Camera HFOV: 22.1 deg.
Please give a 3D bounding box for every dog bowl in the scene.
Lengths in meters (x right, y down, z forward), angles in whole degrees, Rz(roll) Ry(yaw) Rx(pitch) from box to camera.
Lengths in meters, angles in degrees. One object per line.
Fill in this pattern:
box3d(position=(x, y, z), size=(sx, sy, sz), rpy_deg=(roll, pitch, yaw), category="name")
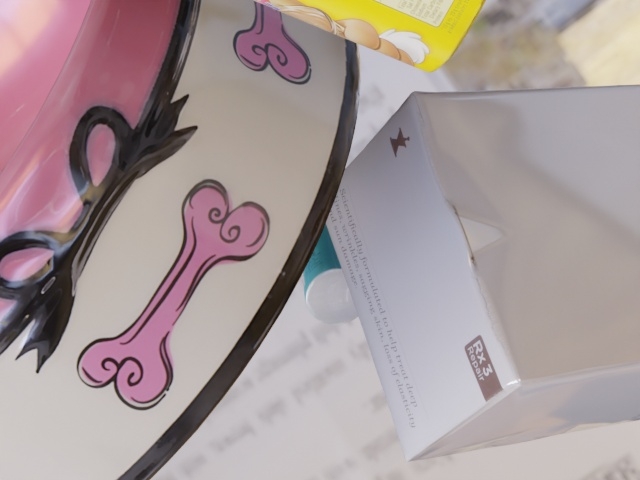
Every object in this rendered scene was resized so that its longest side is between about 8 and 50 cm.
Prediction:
box3d(position=(-0.172, -0.026, 0.944), size=(0.408, 0.150, 0.408), rpy_deg=(-35, -145, 30), category="dog bowl")

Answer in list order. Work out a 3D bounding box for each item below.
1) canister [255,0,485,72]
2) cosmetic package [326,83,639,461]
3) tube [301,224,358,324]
box3d(position=(-0.020, -0.141, 0.657), size=(0.073, 0.170, 0.126), rpy_deg=(-60, -161, 28), category="canister")
box3d(position=(0.217, 0.012, 1.178), size=(0.385, 0.217, 0.156), rpy_deg=(-4, 156, -29), category="cosmetic package")
box3d(position=(0.000, 0.000, 1.414), size=(0.207, 0.052, 0.080), rpy_deg=(-106, -154, -62), category="tube")
